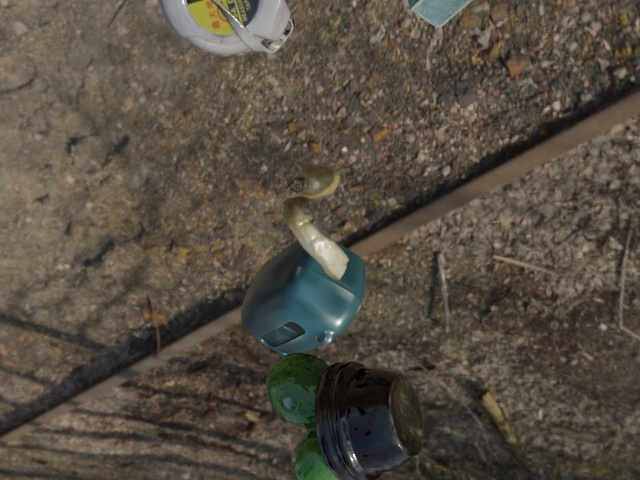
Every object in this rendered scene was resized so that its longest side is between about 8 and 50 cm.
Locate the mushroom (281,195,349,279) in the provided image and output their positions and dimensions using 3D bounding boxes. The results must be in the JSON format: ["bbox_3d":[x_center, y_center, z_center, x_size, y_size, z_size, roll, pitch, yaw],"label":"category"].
[{"bbox_3d":[-0.002,0.003,1.016,0.054,0.059,0.202,33,163,49],"label":"mushroom"}]

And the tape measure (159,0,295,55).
[{"bbox_3d":[-0.150,-0.389,0.884,0.197,0.120,0.236,-16,126,-2],"label":"tape measure"}]

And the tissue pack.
[{"bbox_3d":[-0.045,0.131,1.249,0.198,0.206,0.287,34,143,-18],"label":"tissue pack"}]

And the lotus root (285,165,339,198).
[{"bbox_3d":[-0.010,-0.116,1.169,0.073,0.150,0.062,-31,80,37],"label":"lotus root"}]

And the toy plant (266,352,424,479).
[{"bbox_3d":[0.027,0.272,0.890,0.235,0.217,0.175,-17,164,28],"label":"toy plant"}]

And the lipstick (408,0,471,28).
[{"bbox_3d":[0.247,-0.426,0.812,0.078,0.076,0.290,20,145,-33],"label":"lipstick"}]
